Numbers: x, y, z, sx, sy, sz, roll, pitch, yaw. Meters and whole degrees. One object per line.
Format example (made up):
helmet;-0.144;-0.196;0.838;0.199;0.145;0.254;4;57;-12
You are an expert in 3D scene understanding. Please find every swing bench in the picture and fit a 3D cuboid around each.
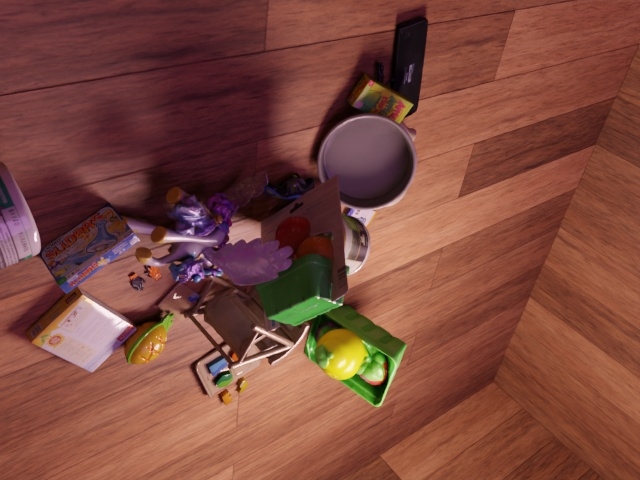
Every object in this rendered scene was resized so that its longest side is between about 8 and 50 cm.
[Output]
swing bench;-0.218;0.238;1.935;0.254;0.253;0.165;10;116;-53

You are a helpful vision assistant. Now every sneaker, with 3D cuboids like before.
sneaker;-0.092;-0.159;1.883;0.188;0.067;0.078;-4;105;-43

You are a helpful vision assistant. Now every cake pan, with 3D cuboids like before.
cake pan;0.136;-0.234;1.915;0.292;0.054;0.294;0;113;1

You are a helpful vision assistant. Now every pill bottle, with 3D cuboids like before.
pill bottle;-0.741;0.001;1.217;0.360;0.204;0.204;-26;139;-28

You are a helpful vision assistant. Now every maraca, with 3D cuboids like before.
maraca;-0.482;0.277;1.842;0.186;0.099;0.127;-46;169;-39

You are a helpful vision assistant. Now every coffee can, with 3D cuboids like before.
coffee can;0.000;0.000;1.982;0.275;0.201;0.202;13;113;-56

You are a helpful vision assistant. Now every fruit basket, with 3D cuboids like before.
fruit basket;-0.045;0.040;1.761;0.165;0.353;0.327;27;138;-36
fruit basket;0.092;0.421;2.343;0.391;0.392;0.283;-14;133;-38

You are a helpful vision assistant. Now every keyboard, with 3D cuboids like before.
keyboard;0.229;-0.491;1.929;0.201;0.033;0.317;-28;139;-28

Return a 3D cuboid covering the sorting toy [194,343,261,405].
sorting toy;-0.299;0.455;2.243;0.229;0.041;0.307;-34;142;-20

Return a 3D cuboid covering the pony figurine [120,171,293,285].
pony figurine;-0.289;-0.017;1.664;0.350;0.303;0.363;-24;155;23

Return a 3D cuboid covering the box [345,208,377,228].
box;0.129;-0.083;2.206;0.136;0.028;0.081;16;110;-49

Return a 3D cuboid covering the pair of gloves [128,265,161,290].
pair of gloves;-0.473;0.100;1.755;0.083;0.010;0.074;-35;143;-17

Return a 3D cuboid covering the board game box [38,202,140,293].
board game box;-0.537;0.014;1.502;0.201;0.136;0.035;-39;144;-15

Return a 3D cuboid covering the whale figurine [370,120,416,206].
whale figurine;0.208;-0.246;2.062;0.216;0.141;0.272;16;95;-47

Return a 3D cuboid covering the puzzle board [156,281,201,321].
puzzle board;-0.410;0.179;1.896;0.096;0.011;0.128;-47;145;-4

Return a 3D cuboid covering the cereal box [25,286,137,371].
cereal box;-0.619;0.237;1.699;0.173;0.047;0.240;-44;145;-6

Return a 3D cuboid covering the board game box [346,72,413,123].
board game box;0.176;-0.404;1.891;0.181;0.043;0.092;19;118;-37
